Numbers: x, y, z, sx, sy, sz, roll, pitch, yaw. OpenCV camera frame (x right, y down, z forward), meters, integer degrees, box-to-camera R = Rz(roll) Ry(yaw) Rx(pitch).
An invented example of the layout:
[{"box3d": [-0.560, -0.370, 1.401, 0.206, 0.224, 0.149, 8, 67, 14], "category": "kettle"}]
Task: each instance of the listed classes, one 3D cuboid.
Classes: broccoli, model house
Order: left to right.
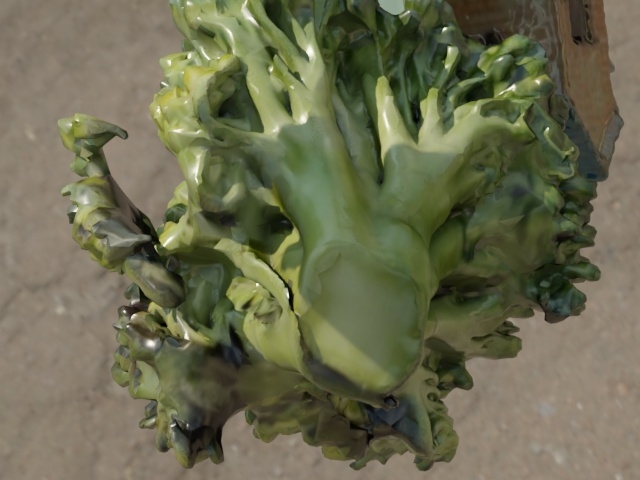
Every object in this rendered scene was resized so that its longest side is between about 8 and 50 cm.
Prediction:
[{"box3d": [0.001, -0.006, 1.084, 0.324, 0.272, 0.334, 32, 104, 16], "category": "broccoli"}, {"box3d": [0.141, -0.110, 1.348, 0.267, 0.194, 0.325, -5, 91, 35], "category": "model house"}]
